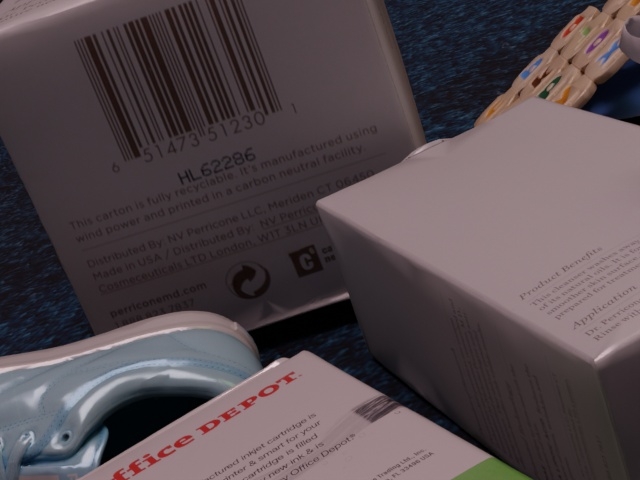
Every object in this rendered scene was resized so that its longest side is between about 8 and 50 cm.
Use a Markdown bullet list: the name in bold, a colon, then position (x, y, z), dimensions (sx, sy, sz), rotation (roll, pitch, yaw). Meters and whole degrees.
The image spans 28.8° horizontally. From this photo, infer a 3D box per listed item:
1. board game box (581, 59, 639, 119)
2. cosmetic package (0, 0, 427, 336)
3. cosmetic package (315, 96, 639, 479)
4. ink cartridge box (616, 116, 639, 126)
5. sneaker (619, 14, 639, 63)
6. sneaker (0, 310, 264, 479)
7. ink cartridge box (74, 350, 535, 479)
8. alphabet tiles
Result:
- **board game box**: position (0.305, -0.144, 1.144), dimensions (0.133, 0.033, 0.168), rotation (-4, 35, 34)
- **cosmetic package**: position (-0.086, -0.143, 1.188), dimensions (0.330, 0.327, 0.393), rotation (-18, 24, 8)
- **cosmetic package**: position (0.177, 0.034, 0.845), dimensions (0.217, 0.156, 0.385), rotation (-25, 22, -13)
- **ink cartridge box**: position (0.326, -0.061, 1.063), dimensions (0.176, 0.069, 0.371), rotation (-22, 25, -4)
- **sneaker**: position (0.361, -0.102, 0.723), dimensions (0.366, 0.137, 0.210), rotation (-1, 18, -18)
- **sneaker**: position (-0.208, 0.157, 0.909), dimensions (0.366, 0.135, 0.150), rotation (-24, 19, -8)
- **ink cartridge box**: position (-0.007, 0.187, 0.694), dimensions (0.198, 0.114, 0.273), rotation (-29, 24, -21)
- **alphabet tiles**: position (0.219, -0.141, 1.168), dimensions (0.284, 0.021, 0.278), rotation (-47, 9, 12)
